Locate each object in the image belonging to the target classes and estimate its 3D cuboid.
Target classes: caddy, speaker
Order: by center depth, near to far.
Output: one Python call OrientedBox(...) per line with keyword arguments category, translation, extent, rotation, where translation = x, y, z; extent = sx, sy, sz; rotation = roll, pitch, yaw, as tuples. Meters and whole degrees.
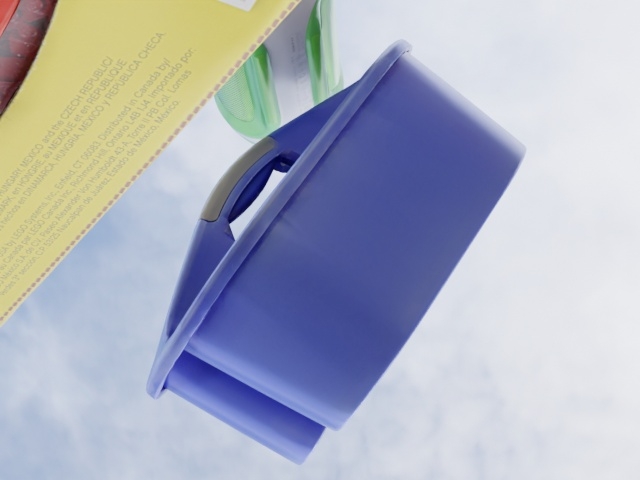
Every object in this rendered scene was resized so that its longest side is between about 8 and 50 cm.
OrientedBox(category="caddy", translation=(0.000, 0.000, 0.890), extent=(0.179, 0.241, 0.341), rotation=(35, -117, 2))
OrientedBox(category="speaker", translation=(-0.045, -0.184, 0.990), extent=(0.131, 0.296, 0.131), rotation=(-1, -110, 3))

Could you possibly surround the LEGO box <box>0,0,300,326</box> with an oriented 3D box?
OrientedBox(category="LEGO box", translation=(-0.160, -0.195, 0.529), extent=(0.193, 0.500, 0.372), rotation=(21, -134, -32))
